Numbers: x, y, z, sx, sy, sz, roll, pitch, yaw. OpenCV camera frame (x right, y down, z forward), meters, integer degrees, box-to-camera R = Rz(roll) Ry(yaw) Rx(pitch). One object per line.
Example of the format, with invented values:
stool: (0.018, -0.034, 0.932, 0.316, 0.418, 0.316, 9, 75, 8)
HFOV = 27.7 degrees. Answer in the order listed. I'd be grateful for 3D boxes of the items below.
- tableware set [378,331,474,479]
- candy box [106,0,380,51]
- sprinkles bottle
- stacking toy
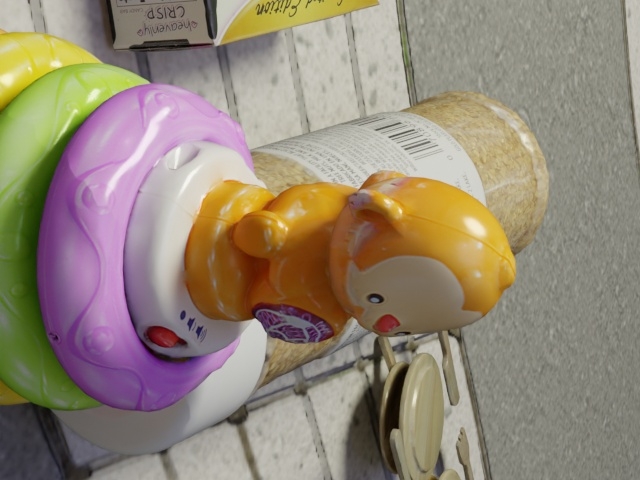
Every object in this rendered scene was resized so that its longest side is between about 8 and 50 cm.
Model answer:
tableware set: (0.066, 0.162, 0.896, 0.128, 0.039, 0.194, -61, 145, -49)
candy box: (-0.048, -0.224, 0.665, 0.159, 0.071, 0.234, -27, 116, -52)
sprinkles bottle: (0.000, 0.000, 0.709, 0.355, 0.121, 0.121, -22, 111, -52)
stacking toy: (-0.078, -0.002, 0.436, 0.175, 0.301, 0.166, 58, 47, -49)
